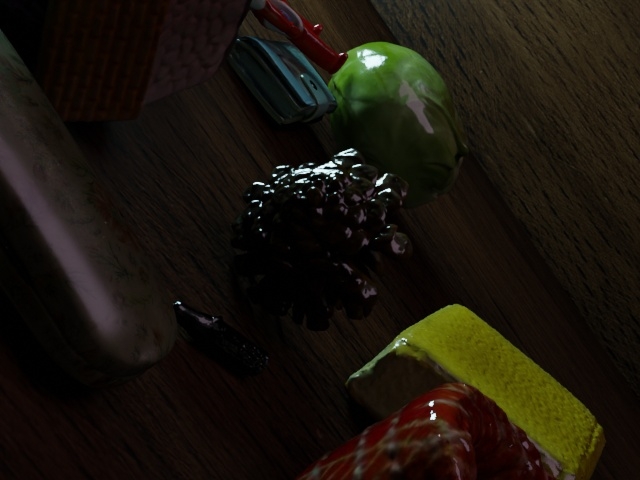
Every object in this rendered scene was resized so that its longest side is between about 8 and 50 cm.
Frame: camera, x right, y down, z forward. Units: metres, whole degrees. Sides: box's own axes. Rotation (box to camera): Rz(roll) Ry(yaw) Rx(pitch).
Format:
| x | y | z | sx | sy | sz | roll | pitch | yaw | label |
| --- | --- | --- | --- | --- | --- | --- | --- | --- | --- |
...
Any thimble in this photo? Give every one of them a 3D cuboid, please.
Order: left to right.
| x | y | z | sx | sy | sz | roll | pitch | yaw | label |
| --- | --- | --- | --- | --- | --- | --- | --- | --- | --- |
| 0.132 | 0.332 | 1.086 | 0.350 | 0.230 | 0.350 | 48 | 18 | -21 | thimble |

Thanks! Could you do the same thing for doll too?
| x | y | z | sx | sy | sz | roll | pitch | yaw | label |
| --- | --- | --- | --- | --- | --- | --- | --- | --- | --- |
| -0.111 | -0.434 | 1.890 | 0.384 | 0.099 | 0.188 | 29 | 18 | -42 | doll |

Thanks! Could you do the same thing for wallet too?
| x | y | z | sx | sy | sz | roll | pitch | yaw | label |
| --- | --- | --- | --- | --- | --- | --- | --- | --- | --- |
| -0.063 | -0.282 | 1.889 | 0.176 | 0.075 | 0.250 | 51 | 17 | 3 | wallet |

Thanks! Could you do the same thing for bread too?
| x | y | z | sx | sy | sz | roll | pitch | yaw | label |
| --- | --- | --- | --- | --- | --- | --- | --- | --- | --- |
| 0.226 | 0.245 | 1.493 | 0.323 | 0.143 | 0.333 | 42 | 18 | 14 | bread |

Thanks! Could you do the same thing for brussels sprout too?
| x | y | z | sx | sy | sz | roll | pitch | yaw | label |
| --- | --- | --- | --- | --- | --- | --- | --- | --- | --- |
| 0.140 | -0.232 | 2.068 | 0.328 | 0.247 | 0.328 | 48 | 32 | -43 | brussels sprout |

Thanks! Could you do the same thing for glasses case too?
| x | y | z | sx | sy | sz | roll | pitch | yaw | label |
| --- | --- | --- | --- | --- | --- | --- | --- | --- | --- |
| -0.267 | -0.064 | 0.922 | 0.425 | 0.098 | 0.156 | 57 | 15 | 1 | glasses case |

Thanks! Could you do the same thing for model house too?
| x | y | z | sx | sy | sz | roll | pitch | yaw | label |
| --- | --- | --- | --- | --- | --- | --- | --- | --- | --- |
| -0.237 | -0.274 | 1.134 | 0.237 | 0.202 | 0.237 | 43 | 45 | 12 | model house |

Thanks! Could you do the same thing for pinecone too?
| x | y | z | sx | sy | sz | roll | pitch | yaw | label |
| --- | --- | --- | --- | --- | --- | --- | --- | --- | --- |
| 0.000 | 0.002 | 1.334 | 0.202 | 0.229 | 0.201 | -46 | 142 | -55 | pinecone |

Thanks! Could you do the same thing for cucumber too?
| x | y | z | sx | sy | sz | roll | pitch | yaw | label |
| --- | --- | --- | --- | --- | --- | --- | --- | --- | --- |
| -0.115 | 0.098 | 1.147 | 0.163 | 0.039 | 0.043 | 42 | 2 | -43 | cucumber |
